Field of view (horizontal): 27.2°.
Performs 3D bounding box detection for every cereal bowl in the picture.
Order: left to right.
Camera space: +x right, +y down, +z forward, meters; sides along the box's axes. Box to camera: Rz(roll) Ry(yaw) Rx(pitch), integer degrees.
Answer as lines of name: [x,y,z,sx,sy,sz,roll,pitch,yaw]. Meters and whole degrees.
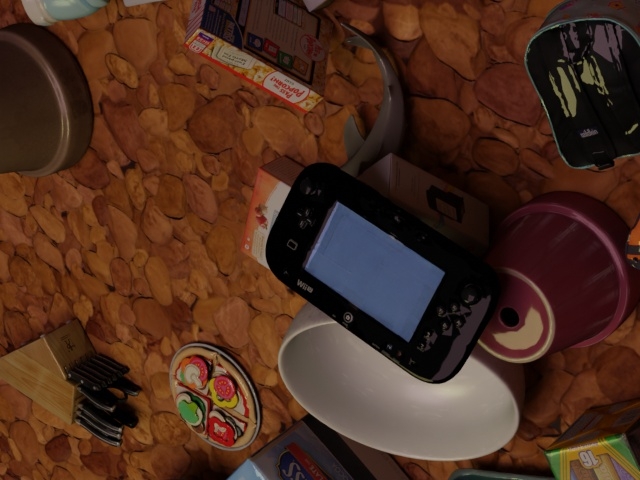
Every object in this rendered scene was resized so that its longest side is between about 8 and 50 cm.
cereal bowl: [0.122,0.158,1.819,0.339,0.141,0.339,14,143,11]

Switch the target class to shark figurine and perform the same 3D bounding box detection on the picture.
shark figurine: [0.066,-0.142,1.770,0.166,0.116,0.278,20,112,16]

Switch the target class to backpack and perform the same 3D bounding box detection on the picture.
backpack: [0.329,-0.195,1.506,0.166,0.144,0.188,-9,128,43]

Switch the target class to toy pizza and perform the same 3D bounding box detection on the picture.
toy pizza: [-0.186,0.269,2.238,0.201,0.032,0.201,18,121,32]

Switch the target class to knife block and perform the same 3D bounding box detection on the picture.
knife block: [-0.456,0.279,2.425,0.276,0.088,0.242,-24,94,43]

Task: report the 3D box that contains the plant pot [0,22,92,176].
plant pot: [-0.542,-0.203,2.168,0.263,0.229,0.263,17,121,31]

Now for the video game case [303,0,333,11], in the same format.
video game case: [0.005,-0.447,1.727,0.210,0.042,0.232,-27,92,44]

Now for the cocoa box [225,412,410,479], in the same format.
cocoa box: [0.014,0.462,2.033,0.347,0.228,0.231,50,133,9]

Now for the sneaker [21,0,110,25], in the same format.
sneaker: [-0.389,-0.513,1.985,0.150,0.135,0.365,-5,107,14]

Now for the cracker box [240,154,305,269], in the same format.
cracker box: [0.000,0.000,1.932,0.232,0.067,0.155,31,128,23]

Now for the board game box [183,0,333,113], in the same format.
board game box: [-0.078,-0.273,1.748,0.193,0.146,0.045,27,138,-23]

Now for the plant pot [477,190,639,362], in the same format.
plant pot: [0.277,0.059,1.656,0.201,0.180,0.201,17,120,32]

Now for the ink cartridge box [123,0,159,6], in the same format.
ink cartridge box: [-0.206,-0.500,1.825,0.330,0.071,0.324,2,112,50]

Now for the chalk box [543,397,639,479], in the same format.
chalk box: [0.410,0.327,1.709,0.132,0.132,0.213,-21,95,43]

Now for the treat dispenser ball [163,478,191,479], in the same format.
treat dispenser ball: [-0.245,0.551,2.249,0.288,0.288,0.288,18,121,32]

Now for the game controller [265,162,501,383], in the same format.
game controller: [0.070,0.037,1.631,0.319,0.067,0.166,34,98,28]

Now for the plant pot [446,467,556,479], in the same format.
plant pot: [0.278,0.500,1.838,0.247,0.248,0.252,-1,126,39]

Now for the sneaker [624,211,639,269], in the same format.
sneaker: [0.466,0.060,1.559,0.180,0.125,0.321,0,100,44]

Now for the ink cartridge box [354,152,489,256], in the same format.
ink cartridge box: [0.119,-0.026,1.754,0.175,0.072,0.127,26,141,-28]
